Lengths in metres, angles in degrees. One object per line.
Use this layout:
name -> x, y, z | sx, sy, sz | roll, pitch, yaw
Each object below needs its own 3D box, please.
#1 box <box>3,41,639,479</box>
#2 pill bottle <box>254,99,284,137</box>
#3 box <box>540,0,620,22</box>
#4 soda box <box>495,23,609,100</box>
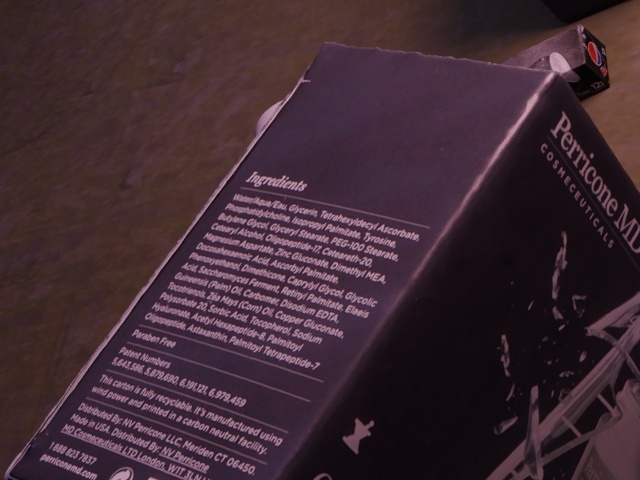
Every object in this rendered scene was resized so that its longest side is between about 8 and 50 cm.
box -> 0.084, 0.171, 1.671 | 0.297, 0.480, 0.471 | 11, 60, 47
pill bottle -> 0.000, 0.000, 2.162 | 0.181, 0.181, 0.323 | -30, 47, 27
box -> 0.251, -0.446, 2.134 | 0.183, 0.296, 0.294 | -22, 50, 32
soda box -> 0.228, -0.168, 2.156 | 0.169, 0.053, 0.060 | -25, 49, 31
